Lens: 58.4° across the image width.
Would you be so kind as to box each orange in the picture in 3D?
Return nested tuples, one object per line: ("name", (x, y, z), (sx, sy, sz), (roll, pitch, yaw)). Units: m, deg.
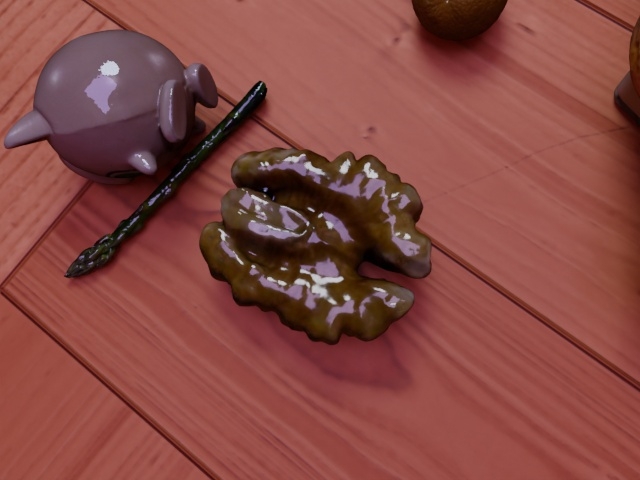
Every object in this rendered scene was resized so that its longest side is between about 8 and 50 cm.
("orange", (0.115, -0.204, 0.469), (0.085, 0.085, 0.085), (-1, 78, 5))

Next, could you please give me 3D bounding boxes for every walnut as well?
("walnut", (0.000, 0.000, 0.438), (0.170, 0.069, 0.142), (25, 83, 11))

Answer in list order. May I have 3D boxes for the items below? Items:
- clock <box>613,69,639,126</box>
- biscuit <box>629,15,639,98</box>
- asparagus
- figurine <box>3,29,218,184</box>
("clock", (0.342, -0.095, 0.424), (0.147, 0.071, 0.192), (-37, 77, -3))
("biscuit", (0.309, -0.102, 0.369), (0.202, 0.047, 0.333), (3, 78, 7))
("asparagus", (-0.128, -0.049, 0.484), (0.233, 0.022, 0.023), (-45, 49, -5))
("figurine", (-0.158, -0.101, 0.452), (0.138, 0.125, 0.125), (-8, 77, 15))
